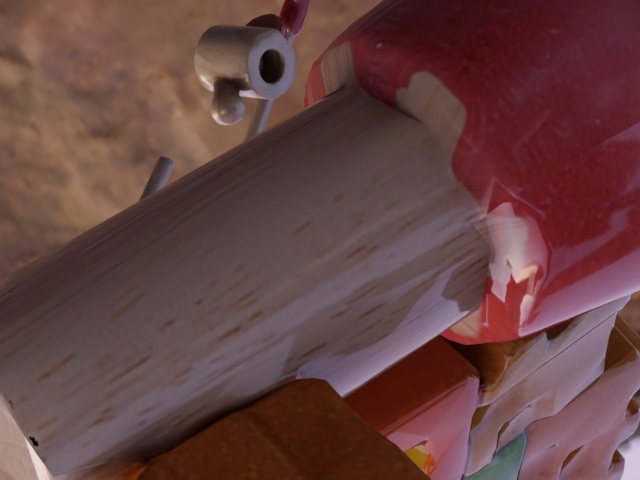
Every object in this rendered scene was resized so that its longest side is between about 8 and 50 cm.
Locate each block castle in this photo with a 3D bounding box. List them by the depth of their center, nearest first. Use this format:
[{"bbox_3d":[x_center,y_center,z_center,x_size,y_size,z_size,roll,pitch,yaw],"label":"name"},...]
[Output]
[{"bbox_3d":[0.075,0.168,0.467,0.212,0.453,0.303,-31,-121,-26],"label":"block castle"}]

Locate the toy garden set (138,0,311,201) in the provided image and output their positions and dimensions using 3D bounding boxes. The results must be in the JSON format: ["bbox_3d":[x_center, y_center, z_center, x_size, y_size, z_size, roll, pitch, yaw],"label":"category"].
[{"bbox_3d":[0.000,0.000,0.730,0.049,0.204,0.244,10,-113,44],"label":"toy garden set"}]
